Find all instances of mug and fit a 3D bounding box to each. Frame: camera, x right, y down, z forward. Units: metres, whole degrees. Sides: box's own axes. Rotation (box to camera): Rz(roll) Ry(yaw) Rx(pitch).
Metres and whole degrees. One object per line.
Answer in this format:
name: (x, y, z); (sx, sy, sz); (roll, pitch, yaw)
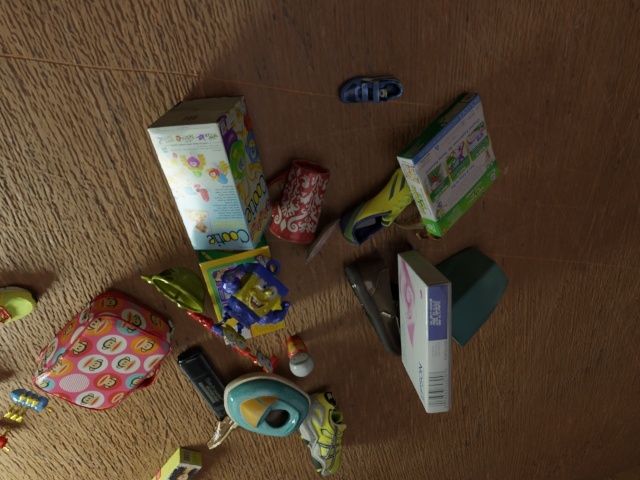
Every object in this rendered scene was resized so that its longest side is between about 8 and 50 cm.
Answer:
mug: (-0.060, -0.095, 1.073); (0.150, 0.113, 0.169); (7, 116, -25)

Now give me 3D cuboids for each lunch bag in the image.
lunch bag: (-0.512, 0.287, 1.155); (0.293, 0.120, 0.258); (-42, 126, 10)

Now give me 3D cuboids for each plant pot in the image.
plant pot: (0.414, 0.148, 1.368); (0.234, 0.165, 0.166); (-45, 125, 1)

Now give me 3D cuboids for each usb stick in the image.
usb stick: (-0.320, 0.412, 1.344); (0.077, 0.045, 0.278); (-26, 124, -7)

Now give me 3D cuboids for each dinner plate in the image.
dinner plate: (0.000, 0.000, 1.155); (0.017, 0.141, 0.141); (36, 109, 4)

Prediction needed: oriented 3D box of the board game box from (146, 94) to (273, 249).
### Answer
board game box: (-0.207, -0.132, 0.949); (0.145, 0.142, 0.275); (0, 126, 15)

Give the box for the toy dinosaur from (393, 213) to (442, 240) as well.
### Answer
toy dinosaur: (0.275, -0.049, 1.259); (0.212, 0.064, 0.112); (-23, 111, -16)

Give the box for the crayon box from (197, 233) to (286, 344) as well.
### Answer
crayon box: (-0.193, 0.121, 1.182); (0.166, 0.081, 0.278); (-15, 125, -10)

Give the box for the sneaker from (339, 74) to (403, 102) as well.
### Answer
sneaker: (0.112, -0.325, 1.013); (0.144, 0.059, 0.053); (-14, 127, -9)

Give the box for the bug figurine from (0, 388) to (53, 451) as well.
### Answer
bug figurine: (-0.826, 0.430, 1.169); (0.279, 0.072, 0.216); (-41, 119, 15)

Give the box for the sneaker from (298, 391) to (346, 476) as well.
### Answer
sneaker: (0.024, 0.656, 1.568); (0.147, 0.145, 0.384); (-21, 127, -4)

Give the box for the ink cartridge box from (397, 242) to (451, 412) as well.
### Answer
ink cartridge box: (0.248, 0.203, 1.196); (0.072, 0.330, 0.323); (-6, 105, -5)

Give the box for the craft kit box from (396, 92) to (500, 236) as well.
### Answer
craft kit box: (0.318, -0.180, 1.129); (0.250, 0.061, 0.246); (-44, 125, -17)

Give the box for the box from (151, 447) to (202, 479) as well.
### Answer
box: (-0.485, 0.775, 1.520); (0.087, 0.058, 0.232); (29, 110, -32)

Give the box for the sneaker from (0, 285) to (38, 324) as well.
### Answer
sneaker: (-0.728, 0.171, 1.021); (0.209, 0.094, 0.081); (-19, 124, -8)

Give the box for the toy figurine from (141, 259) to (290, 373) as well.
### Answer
toy figurine: (-0.190, 0.112, 1.075); (0.362, 0.191, 0.217); (47, 69, -27)

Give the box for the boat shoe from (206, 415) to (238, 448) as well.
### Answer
boat shoe: (-0.297, 0.574, 1.459); (0.060, 0.064, 0.178); (43, 99, 3)

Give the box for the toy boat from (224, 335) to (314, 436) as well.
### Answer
toy boat: (-0.123, 0.429, 1.340); (0.268, 0.148, 0.318); (24, 103, -22)

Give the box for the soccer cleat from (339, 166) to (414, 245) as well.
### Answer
soccer cleat: (0.178, -0.089, 1.149); (0.289, 0.121, 0.093); (-37, 125, 5)

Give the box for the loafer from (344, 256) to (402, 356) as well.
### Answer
loafer: (0.194, 0.193, 1.330); (0.130, 0.133, 0.365); (-29, 126, 1)
